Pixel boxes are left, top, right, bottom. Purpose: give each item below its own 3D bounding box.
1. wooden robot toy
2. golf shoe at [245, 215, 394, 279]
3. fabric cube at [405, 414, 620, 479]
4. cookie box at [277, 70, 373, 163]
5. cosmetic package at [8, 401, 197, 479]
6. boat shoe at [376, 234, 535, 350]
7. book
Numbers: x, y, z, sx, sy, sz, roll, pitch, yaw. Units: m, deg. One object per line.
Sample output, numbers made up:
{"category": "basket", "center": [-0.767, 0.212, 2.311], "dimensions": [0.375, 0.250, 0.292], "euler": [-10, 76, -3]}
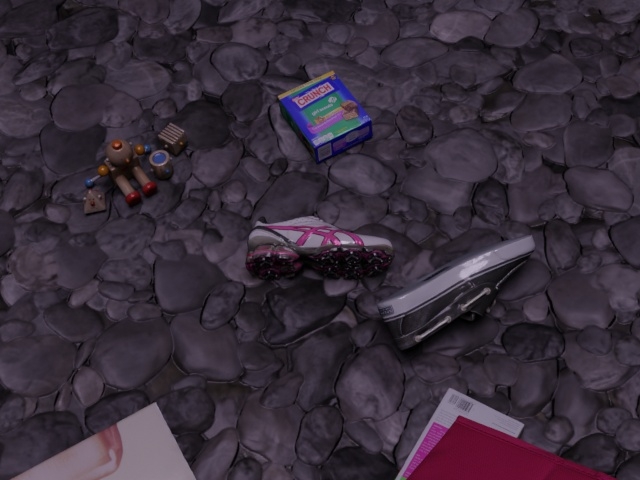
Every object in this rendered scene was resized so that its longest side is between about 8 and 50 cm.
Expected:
{"category": "wooden robot toy", "center": [-0.250, -0.104, 1.364], "dimensions": [0.173, 0.079, 0.076], "euler": [-34, 61, -17]}
{"category": "golf shoe", "center": [0.000, 0.000, 1.287], "dimensions": [0.186, 0.067, 0.086], "euler": [1, 56, 5]}
{"category": "fabric cube", "center": [0.170, 0.348, 0.845], "dimensions": [0.258, 0.254, 0.259], "euler": [-43, 30, -23]}
{"category": "cookie box", "center": [0.006, -0.171, 1.414], "dimensions": [0.092, 0.040, 0.107], "euler": [-27, 59, -13]}
{"category": "cosmetic package", "center": [-0.263, 0.309, 1.054], "dimensions": [0.296, 0.153, 0.129], "euler": [-26, 60, -15]}
{"category": "boat shoe", "center": [0.172, 0.061, 1.242], "dimensions": [0.219, 0.078, 0.070], "euler": [-26, 94, -17]}
{"category": "book", "center": [0.151, 0.243, 1.142], "dimensions": [0.096, 0.035, 0.144], "euler": [25, 61, 22]}
